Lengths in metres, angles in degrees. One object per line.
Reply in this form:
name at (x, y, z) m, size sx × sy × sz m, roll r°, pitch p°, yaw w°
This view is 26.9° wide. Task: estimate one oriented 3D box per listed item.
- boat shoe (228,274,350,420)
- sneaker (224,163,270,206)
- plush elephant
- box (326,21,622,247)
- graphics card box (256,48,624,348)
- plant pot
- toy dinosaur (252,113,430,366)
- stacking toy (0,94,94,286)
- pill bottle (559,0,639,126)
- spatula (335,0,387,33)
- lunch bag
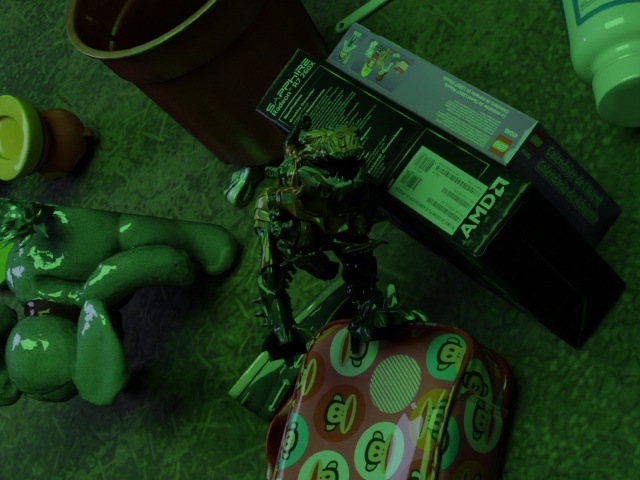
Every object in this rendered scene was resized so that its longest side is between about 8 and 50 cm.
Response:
boat shoe at (-0.016, 0.120, 1.539) m, size 0.065 × 0.075 × 0.206 m, roll 43°, pitch 92°, yaw 0°
sneaker at (-0.096, -0.085, 1.718) m, size 0.037 × 0.032 × 0.083 m, roll 33°, pitch 88°, yaw 44°
plush elephant at (-0.295, 0.088, 1.642) m, size 0.271 × 0.330 × 0.255 m, roll 7°, pitch 89°, yaw 33°
box at (0.160, -0.114, 1.413) m, size 0.057 × 0.201 × 0.293 m, roll -54°, pitch 47°, yaw 1°
graphics card box at (0.118, -0.049, 1.389) m, size 0.094 × 0.233 × 0.371 m, roll -53°, pitch 47°, yaw -2°
plant pot at (-0.122, -0.245, 1.645) m, size 0.272 × 0.265 × 0.272 m, roll -20°, pitch 46°, yaw 23°
toy dinosaur at (0.000, 0.000, 1.330) m, size 0.164 × 0.322 × 0.218 m, roll -16°, pitch 74°, yaw 2°
stacking toy at (-0.472, -0.081, 2.001) m, size 0.309 × 0.130 × 0.280 m, roll 11°, pitch 100°, yaw 44°
pill bottle at (0.318, -0.233, 1.406) m, size 0.124 × 0.124 × 0.222 m, roll -21°, pitch 56°, yaw 29°
spatula at (0.100, -0.376, 1.729) m, size 0.242 × 0.019 × 0.168 m, roll -31°, pitch 52°, yaw 22°
lunch bag at (0.048, 0.227, 1.373) m, size 0.258 × 0.120 × 0.293 m, roll 2°, pitch 68°, yaw 40°
